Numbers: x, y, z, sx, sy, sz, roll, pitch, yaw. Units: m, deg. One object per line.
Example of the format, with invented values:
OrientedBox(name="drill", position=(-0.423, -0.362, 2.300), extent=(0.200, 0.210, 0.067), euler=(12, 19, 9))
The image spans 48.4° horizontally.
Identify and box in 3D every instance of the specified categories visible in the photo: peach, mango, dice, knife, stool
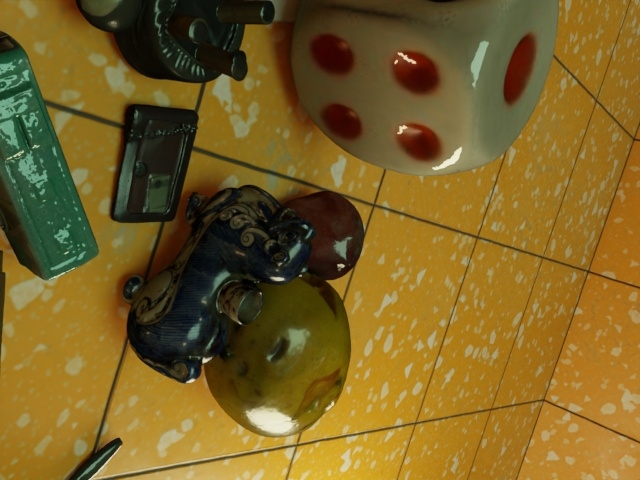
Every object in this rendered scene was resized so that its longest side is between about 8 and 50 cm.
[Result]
OrientedBox(name="peach", position=(0.000, 0.000, 1.161), extent=(0.152, 0.152, 0.152), euler=(-27, 127, -43))
OrientedBox(name="mango", position=(-0.059, 0.192, 1.156), extent=(0.253, 0.182, 0.365), euler=(-45, 149, -17))
OrientedBox(name="dice", position=(0.160, -0.286, 1.069), extent=(0.304, 0.304, 0.277), euler=(-49, 146, -33))
OrientedBox(name="knife", position=(-0.368, 0.358, 0.966), extent=(0.247, 0.018, 0.035), euler=(-42, 139, -31))
OrientedBox(name="stool", position=(-0.165, -0.255, 0.829), extent=(0.228, 0.139, 0.153), euler=(-31, 128, -44))

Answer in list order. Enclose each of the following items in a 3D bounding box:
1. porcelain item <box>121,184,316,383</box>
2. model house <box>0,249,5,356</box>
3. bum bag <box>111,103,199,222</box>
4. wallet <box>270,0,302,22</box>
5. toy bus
OrientedBox(name="porcelain item", position=(-0.136, 0.060, 0.973), extent=(0.288, 0.186, 0.138), euler=(-56, 147, -12))
OrientedBox(name="model house", position=(-0.435, 0.080, 0.666), extent=(0.248, 0.181, 0.176), euler=(5, 61, -28))
OrientedBox(name="bum bag", position=(-0.220, -0.099, 0.936), extent=(0.109, 0.026, 0.159), euler=(-3, 114, -52))
OrientedBox(name="wallet", position=(-0.053, -0.346, 1.025), extent=(0.122, 0.025, 0.061), euler=(-17, 122, -47))
OrientedBox(name="toy bus", position=(-0.316, -0.086, 0.748), extent=(0.091, 0.109, 0.262), euler=(-34, 130, -31))
